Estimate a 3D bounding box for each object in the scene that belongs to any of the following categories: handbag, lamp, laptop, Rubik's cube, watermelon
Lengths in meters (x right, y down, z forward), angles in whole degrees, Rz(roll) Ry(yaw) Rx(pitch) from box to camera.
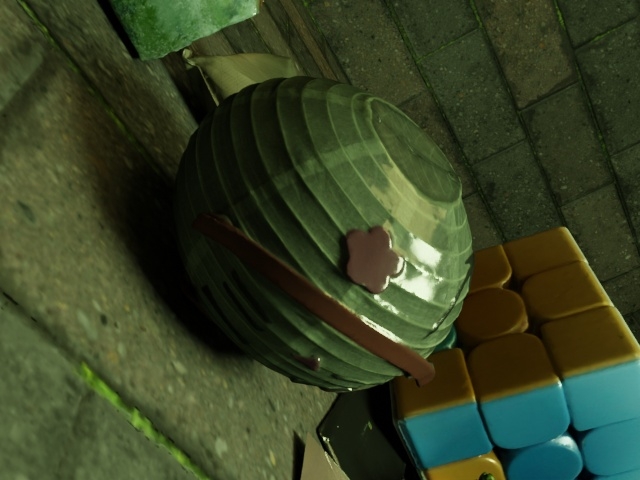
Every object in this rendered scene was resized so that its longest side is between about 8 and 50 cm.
[{"bbox_3d":[-0.046,-0.109,0.773,0.270,0.117,0.182,61,34,-6],"label":"handbag"},{"bbox_3d":[0.000,0.000,0.535,0.265,0.233,0.233,38,21,-13],"label":"lamp"},{"bbox_3d":[0.052,0.233,0.727,0.135,0.016,0.197,63,14,1],"label":"laptop"},{"bbox_3d":[0.267,0.203,0.914,0.291,0.291,0.290,-90,159,-57],"label":"Rubik's cube"},{"bbox_3d":[-0.130,-0.294,0.734,0.140,0.192,0.257,61,0,-15],"label":"watermelon"}]

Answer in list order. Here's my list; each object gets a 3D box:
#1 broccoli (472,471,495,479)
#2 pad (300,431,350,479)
[{"bbox_3d":[0.170,0.333,0.637,0.176,0.226,0.198,-7,69,-30],"label":"broccoli"},{"bbox_3d":[0.030,0.271,0.581,0.188,0.006,0.113,56,23,-24],"label":"pad"}]
